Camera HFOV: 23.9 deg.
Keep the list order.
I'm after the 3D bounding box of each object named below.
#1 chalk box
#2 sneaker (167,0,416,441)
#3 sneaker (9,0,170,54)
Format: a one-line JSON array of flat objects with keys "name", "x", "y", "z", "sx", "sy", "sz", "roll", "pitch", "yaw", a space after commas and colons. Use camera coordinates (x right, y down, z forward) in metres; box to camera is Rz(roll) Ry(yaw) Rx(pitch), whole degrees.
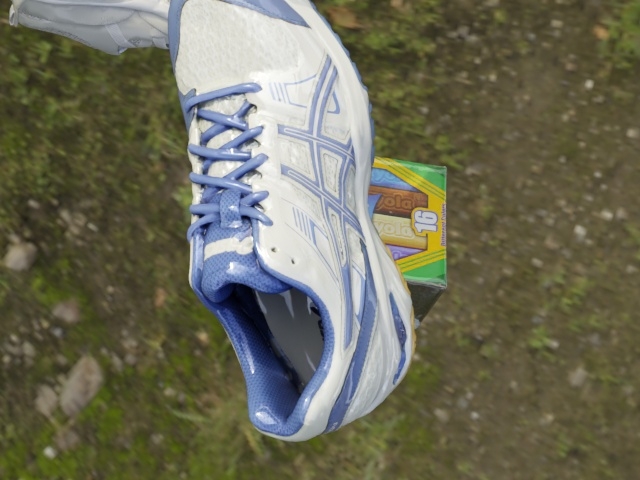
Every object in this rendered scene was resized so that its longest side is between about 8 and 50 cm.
[{"name": "chalk box", "x": 0.000, "y": 0.000, "z": 1.928, "sx": 0.289, "sy": 0.180, "sz": 0.179, "roll": 10, "pitch": 60, "yaw": -10}, {"name": "sneaker", "x": -0.029, "y": -0.024, "z": 0.909, "sx": 0.131, "sy": 0.112, "sz": 0.296, "roll": -31, "pitch": 102, "yaw": -58}, {"name": "sneaker", "x": -0.194, "y": -0.249, "z": 1.600, "sx": 0.281, "sy": 0.115, "sz": 0.105, "roll": 12, "pitch": 55, "yaw": -18}]
